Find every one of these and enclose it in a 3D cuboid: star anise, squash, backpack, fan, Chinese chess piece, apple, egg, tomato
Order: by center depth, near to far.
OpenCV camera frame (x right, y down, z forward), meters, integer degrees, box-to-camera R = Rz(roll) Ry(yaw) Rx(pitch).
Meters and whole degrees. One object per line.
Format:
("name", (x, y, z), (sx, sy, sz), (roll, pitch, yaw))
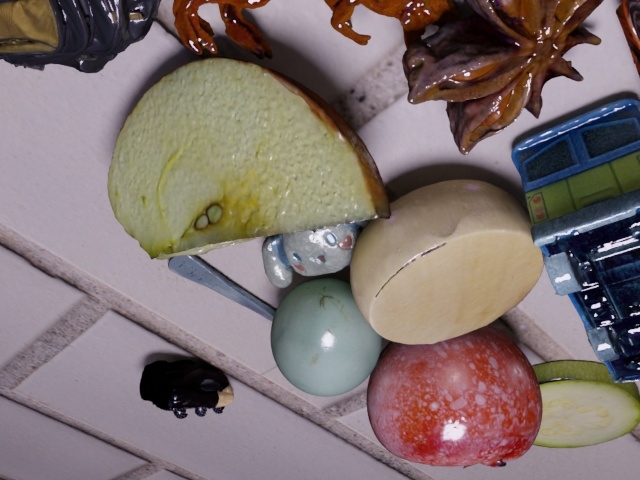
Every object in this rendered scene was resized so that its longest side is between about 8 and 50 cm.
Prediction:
("backpack", (-0.235, -0.249, 0.517), (0.258, 0.133, 0.206), (15, 141, 38))
("star anise", (0.170, -0.201, 0.557), (0.220, 0.099, 0.214), (-34, 131, 10))
("apple", (-0.081, -0.070, 0.666), (0.345, 0.179, 0.254), (-9, 143, 32))
("Chinese chess piece", (0.160, 0.032, 0.757), (0.250, 0.097, 0.251), (-10, 142, -8))
("egg", (0.008, 0.144, 0.877), (0.167, 0.168, 0.231), (4, 153, 3))
("tomato", (0.204, 0.234, 0.910), (0.270, 0.227, 0.270), (1, 161, 0))
("fan", (-0.124, 0.099, 0.964), (0.282, 0.023, 0.057), (36, 128, -24))
("squash", (0.450, 0.305, 1.082), (0.251, 0.049, 0.252), (6, 137, 5))

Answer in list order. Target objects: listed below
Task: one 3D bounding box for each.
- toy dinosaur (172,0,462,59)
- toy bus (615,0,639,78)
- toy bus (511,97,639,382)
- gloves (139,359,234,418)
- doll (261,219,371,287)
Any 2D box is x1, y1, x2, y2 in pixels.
("toy dinosaur", (-0.059, -0.269, 0.524), (0.432, 0.097, 0.208), (31, 116, -27))
("toy bus", (0.375, -0.153, 0.538), (0.143, 0.153, 0.329), (-30, 125, 20))
("toy bus", (0.358, 0.016, 0.690), (0.152, 0.190, 0.312), (-23, 128, 26))
("gloves", (-0.240, 0.279, 1.125), (0.129, 0.106, 0.180), (-28, 154, 32))
("doll", (0.000, 0.000, 0.809), (0.214, 0.072, 0.103), (-26, 116, 29))
